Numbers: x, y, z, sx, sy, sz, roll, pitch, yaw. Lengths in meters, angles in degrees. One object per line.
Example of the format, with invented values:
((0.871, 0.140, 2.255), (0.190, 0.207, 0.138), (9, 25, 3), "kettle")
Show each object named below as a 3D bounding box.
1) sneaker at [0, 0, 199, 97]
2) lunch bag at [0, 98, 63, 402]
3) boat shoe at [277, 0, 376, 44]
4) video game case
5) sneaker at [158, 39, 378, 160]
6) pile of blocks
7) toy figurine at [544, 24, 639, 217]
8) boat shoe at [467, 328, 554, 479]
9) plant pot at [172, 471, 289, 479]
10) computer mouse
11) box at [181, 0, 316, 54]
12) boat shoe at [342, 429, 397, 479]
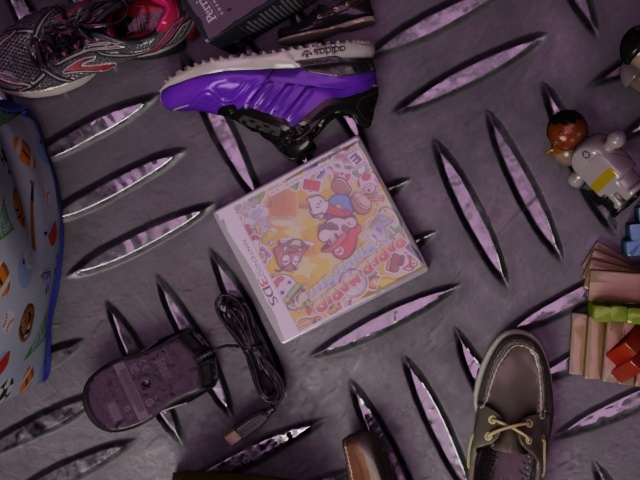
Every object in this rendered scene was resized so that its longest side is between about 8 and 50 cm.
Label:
((-0.313, -0.276, 1.528), (0.299, 0.112, 0.120), (-18, 92, 8), "sneaker")
((-0.471, 0.008, 1.460), (0.239, 0.328, 0.385), (11, 97, 4), "lunch bag")
((0.005, -0.290, 1.525), (0.133, 0.049, 0.042), (-16, 87, 5), "boat shoe")
((0.000, 0.000, 1.556), (0.227, 0.026, 0.206), (-28, 91, 7), "video game case")
((-0.065, -0.173, 1.512), (0.294, 0.102, 0.146), (-8, 94, 7), "sneaker")
((0.428, 0.030, 1.467), (0.149, 0.112, 0.362), (28, 96, 4), "pile of blocks")
((0.378, -0.145, 1.414), (0.209, 0.213, 0.148), (-43, 79, 10), "toy figurine")
((0.249, 0.271, 1.514), (0.109, 0.091, 0.304), (7, 95, 6), "boat shoe")
((-0.091, 0.417, 1.515), (0.187, 0.212, 0.212), (-8, 93, -6), "plant pot")
((-0.179, 0.209, 1.576), (0.262, 0.060, 0.184), (-31, 86, -4), "computer mouse")
((-0.085, -0.464, 1.456), (0.313, 0.179, 0.343), (-32, 90, 8), "box")
((0.059, 0.417, 1.533), (0.117, 0.123, 0.324), (-10, 91, 9), "boat shoe")
